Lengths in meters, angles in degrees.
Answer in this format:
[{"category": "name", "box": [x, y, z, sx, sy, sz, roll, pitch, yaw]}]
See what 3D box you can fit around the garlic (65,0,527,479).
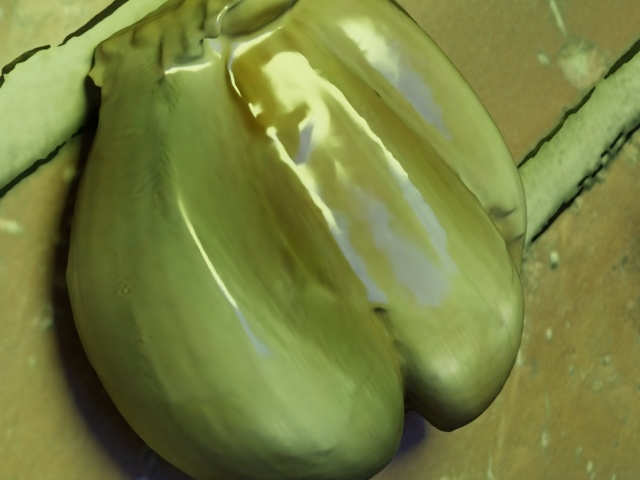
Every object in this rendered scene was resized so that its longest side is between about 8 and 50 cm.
[{"category": "garlic", "box": [0.000, 0.000, 0.874, 0.279, 0.132, 0.325, -39, 110, -29]}]
